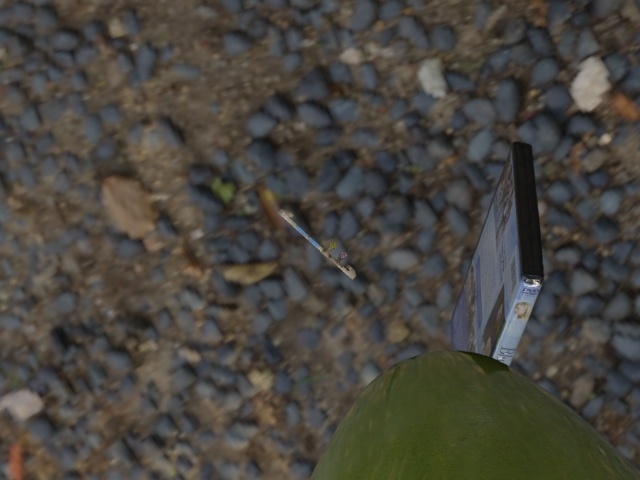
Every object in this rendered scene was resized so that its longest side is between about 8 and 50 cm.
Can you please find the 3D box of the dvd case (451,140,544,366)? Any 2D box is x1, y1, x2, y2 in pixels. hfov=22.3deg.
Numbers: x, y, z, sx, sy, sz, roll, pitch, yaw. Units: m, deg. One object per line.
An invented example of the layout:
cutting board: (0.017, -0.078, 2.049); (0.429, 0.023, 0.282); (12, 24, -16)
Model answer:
dvd case: (0.162, 0.057, 1.523); (0.022, 0.180, 0.253); (9, 134, -5)

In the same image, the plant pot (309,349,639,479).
plant pot: (0.089, 0.195, 0.943); (0.275, 0.293, 0.275); (-1, 115, -3)

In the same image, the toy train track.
toy train track: (0.000, 0.000, 1.325); (0.083, 0.048, 0.014); (41, 88, -18)
